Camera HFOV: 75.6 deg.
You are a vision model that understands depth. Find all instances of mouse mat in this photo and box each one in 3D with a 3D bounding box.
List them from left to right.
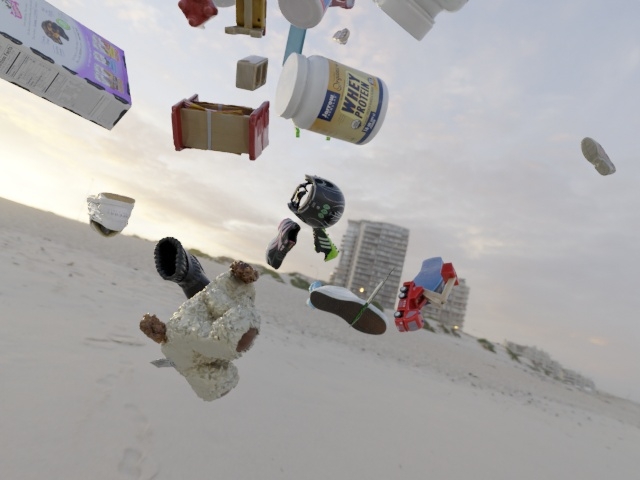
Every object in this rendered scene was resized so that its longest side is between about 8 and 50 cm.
[{"bbox_3d":[0.149,0.166,1.202,0.007,0.189,0.152,36,-25,7],"label":"mouse mat"}]

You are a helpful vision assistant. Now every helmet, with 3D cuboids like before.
[{"bbox_3d":[-0.003,-0.115,1.274,0.162,0.169,0.169,23,-15,-40],"label":"helmet"}]

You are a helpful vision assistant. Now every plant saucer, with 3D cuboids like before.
[{"bbox_3d":[-0.090,-0.674,1.418,0.067,0.191,0.018,14,-3,-39],"label":"plant saucer"}]

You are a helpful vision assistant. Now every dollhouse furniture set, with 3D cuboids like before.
[{"bbox_3d":[-0.220,-0.383,0.939,0.202,0.373,0.152,9,30,3],"label":"dollhouse furniture set"}]

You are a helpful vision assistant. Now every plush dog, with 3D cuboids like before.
[{"bbox_3d":[-0.214,0.157,0.847,0.211,0.225,0.262,29,-54,5],"label":"plush dog"}]

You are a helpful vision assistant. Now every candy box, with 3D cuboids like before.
[{"bbox_3d":[-0.416,-0.292,0.657,0.070,0.164,0.196,-37,-35,23],"label":"candy box"}]

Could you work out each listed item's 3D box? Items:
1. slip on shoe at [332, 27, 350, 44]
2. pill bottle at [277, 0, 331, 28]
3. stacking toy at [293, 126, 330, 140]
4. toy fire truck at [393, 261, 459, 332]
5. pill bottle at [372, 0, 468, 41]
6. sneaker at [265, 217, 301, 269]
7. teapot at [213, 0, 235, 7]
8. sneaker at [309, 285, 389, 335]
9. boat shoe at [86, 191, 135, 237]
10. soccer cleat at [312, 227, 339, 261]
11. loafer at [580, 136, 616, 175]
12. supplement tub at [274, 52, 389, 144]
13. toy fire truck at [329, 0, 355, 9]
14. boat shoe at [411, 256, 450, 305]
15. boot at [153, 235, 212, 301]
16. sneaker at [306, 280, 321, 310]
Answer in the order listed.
[{"bbox_3d":[0.080,-0.714,1.457,0.041,0.051,0.135,35,8,-27],"label":"slip on shoe"},{"bbox_3d":[-0.016,-0.671,1.062,0.124,0.221,0.124,18,-21,7],"label":"pill bottle"},{"bbox_3d":[-0.043,-0.543,1.812,0.167,0.221,0.052,0,-12,-24],"label":"stacking toy"},{"bbox_3d":[0.263,0.140,1.013,0.135,0.192,0.047,-12,-58,31],"label":"toy fire truck"},{"bbox_3d":[0.248,-0.551,0.768,0.176,0.176,0.318,23,-57,-31],"label":"pill bottle"},{"bbox_3d":[-0.120,0.013,1.356,0.072,0.178,0.077,18,1,-40],"label":"sneaker"},{"bbox_3d":[-0.315,-0.863,1.256,0.256,0.252,0.187,-4,-10,16],"label":"teapot"},{"bbox_3d":[0.113,0.216,1.387,0.290,0.105,0.123,23,24,28],"label":"sneaker"},{"bbox_3d":[-0.513,-0.055,0.989,0.098,0.096,0.277,12,-6,-30],"label":"boat shoe"},{"bbox_3d":[0.000,0.000,1.449,0.178,0.072,0.060,58,-2,-24],"label":"soccer cleat"},{"bbox_3d":[0.770,-0.232,1.143,0.039,0.125,0.045,-7,-25,-23],"label":"loafer"},{"bbox_3d":[0.033,-0.450,1.321,0.316,0.228,0.228,9,-10,-25],"label":"supplement tub"},{"bbox_3d":[0.067,-0.976,1.437,0.169,0.254,0.302,23,-53,22],"label":"toy fire truck"},{"bbox_3d":[0.331,0.128,1.190,0.109,0.089,0.258,-11,15,33],"label":"boat shoe"},{"bbox_3d":[-0.494,0.162,1.572,0.348,0.131,0.260,51,-12,14],"label":"boot"},{"bbox_3d":[-0.009,0.243,1.853,0.073,0.162,0.063,-32,-63,27],"label":"sneaker"}]
